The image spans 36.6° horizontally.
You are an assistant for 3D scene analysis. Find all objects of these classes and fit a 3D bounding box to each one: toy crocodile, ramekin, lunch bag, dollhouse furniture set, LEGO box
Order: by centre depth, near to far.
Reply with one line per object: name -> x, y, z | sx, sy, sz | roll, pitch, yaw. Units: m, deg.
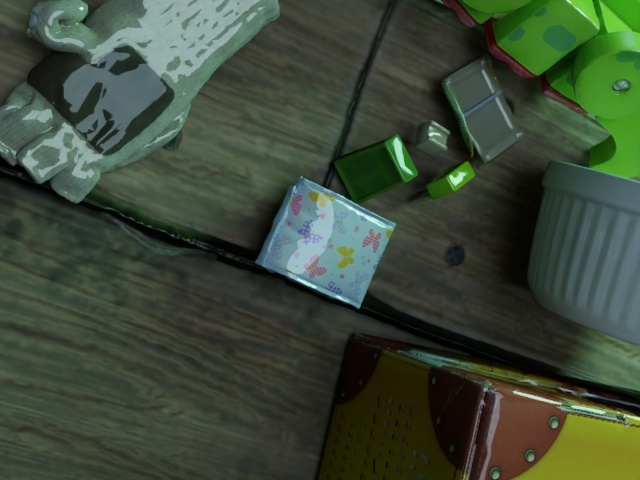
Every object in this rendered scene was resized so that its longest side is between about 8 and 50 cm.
lunch bag -> 0.000, 0.000, 0.690 | 0.083, 0.053, 0.071 | 25, 85, -34
LEGO box -> 0.166, 0.353, 0.712 | 0.373, 0.193, 0.500 | 15, 87, -25
toy crocodile -> 0.157, -0.174, 0.719 | 0.341, 0.105, 0.115 | 35, 38, -27
ramekin -> 0.256, 0.020, 0.731 | 0.207, 0.207, 0.109 | 14, 97, -25
dollhouse furniture set -> 0.085, -0.076, 0.739 | 0.152, 0.059, 0.076 | -35, 100, -39

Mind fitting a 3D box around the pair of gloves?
pair of gloves -> -0.166, -0.159, 0.600 | 0.240, 0.042, 0.204 | 43, 84, -23
